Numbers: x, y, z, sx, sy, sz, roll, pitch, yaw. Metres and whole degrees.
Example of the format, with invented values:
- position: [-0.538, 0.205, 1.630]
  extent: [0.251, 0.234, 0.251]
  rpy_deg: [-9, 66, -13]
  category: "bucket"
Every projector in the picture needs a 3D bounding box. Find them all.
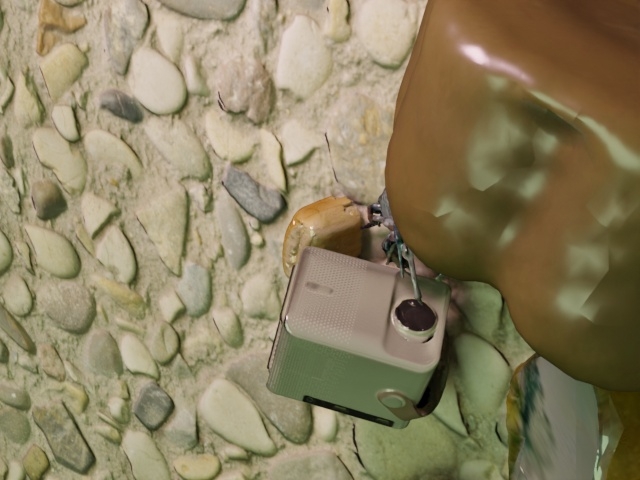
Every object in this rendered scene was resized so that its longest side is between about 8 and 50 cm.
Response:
- position: [0.060, 0.132, 1.490]
  extent: [0.242, 0.163, 0.177]
  rpy_deg: [17, 142, 0]
  category: "projector"

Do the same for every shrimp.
- position: [0.125, -0.017, 1.382]
  extent: [0.137, 0.172, 0.372]
  rpy_deg: [43, 157, 0]
  category: "shrimp"

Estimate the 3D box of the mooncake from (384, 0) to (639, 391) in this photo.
- position: [0.277, -0.083, 1.045]
  extent: [0.467, 0.467, 0.262]
  rpy_deg: [38, 127, 24]
  category: "mooncake"

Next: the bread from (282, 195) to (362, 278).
- position: [0.000, 0.002, 1.578]
  extent: [0.082, 0.106, 0.125]
  rpy_deg: [48, 138, 41]
  category: "bread"

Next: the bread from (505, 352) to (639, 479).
- position: [0.332, 0.260, 1.197]
  extent: [0.239, 0.264, 0.395]
  rpy_deg: [-13, 74, 49]
  category: "bread"
